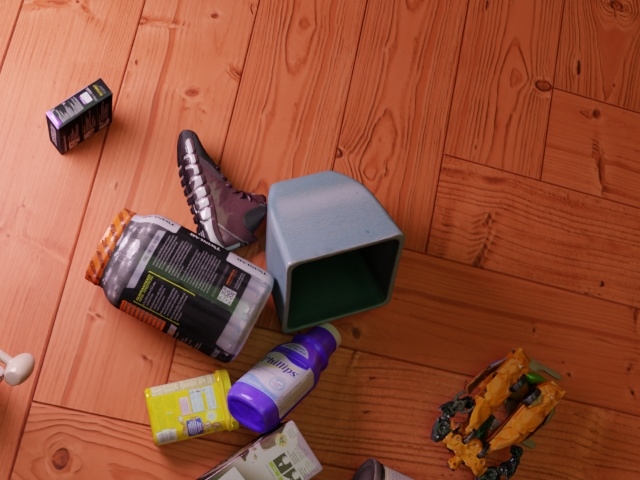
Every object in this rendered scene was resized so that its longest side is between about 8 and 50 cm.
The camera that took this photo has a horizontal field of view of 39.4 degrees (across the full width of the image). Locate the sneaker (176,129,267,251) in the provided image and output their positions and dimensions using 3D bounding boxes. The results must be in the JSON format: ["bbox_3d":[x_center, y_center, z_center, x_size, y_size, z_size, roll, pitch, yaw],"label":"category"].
[{"bbox_3d":[-0.204,-0.111,1.922,0.162,0.106,0.281,-15,90,-21],"label":"sneaker"}]

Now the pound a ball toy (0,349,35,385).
[{"bbox_3d":[-0.697,0.195,1.686,0.319,0.136,0.208,42,107,0],"label":"pound a ball toy"}]

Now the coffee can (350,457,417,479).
[{"bbox_3d":[0.184,0.583,1.778,0.275,0.201,0.202,26,72,-6],"label":"coffee can"}]

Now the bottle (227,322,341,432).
[{"bbox_3d":[-0.063,0.268,1.816,0.118,0.092,0.283,23,43,29],"label":"bottle"}]

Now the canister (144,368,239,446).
[{"bbox_3d":[-0.261,0.338,1.803,0.169,0.073,0.126,-11,80,-14],"label":"canister"}]

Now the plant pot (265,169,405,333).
[{"bbox_3d":[0.000,0.000,1.863,0.247,0.247,0.252,-14,54,-16],"label":"plant pot"}]

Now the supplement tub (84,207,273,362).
[{"bbox_3d":[-0.281,0.084,1.790,0.338,0.207,0.207,29,72,-5],"label":"supplement tub"}]

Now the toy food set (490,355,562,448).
[{"bbox_3d":[0.465,0.355,1.985,0.132,0.038,0.192,27,72,-6],"label":"toy food set"}]

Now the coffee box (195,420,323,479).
[{"bbox_3d":[-0.160,0.483,1.741,0.297,0.168,0.119,-32,85,-19],"label":"coffee box"}]

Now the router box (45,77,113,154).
[{"bbox_3d":[-0.493,-0.252,1.838,0.133,0.179,0.046,-38,89,-18],"label":"router box"}]

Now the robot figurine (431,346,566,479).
[{"bbox_3d":[0.374,0.381,1.914,0.291,0.085,0.211,-44,90,-6],"label":"robot figurine"}]
